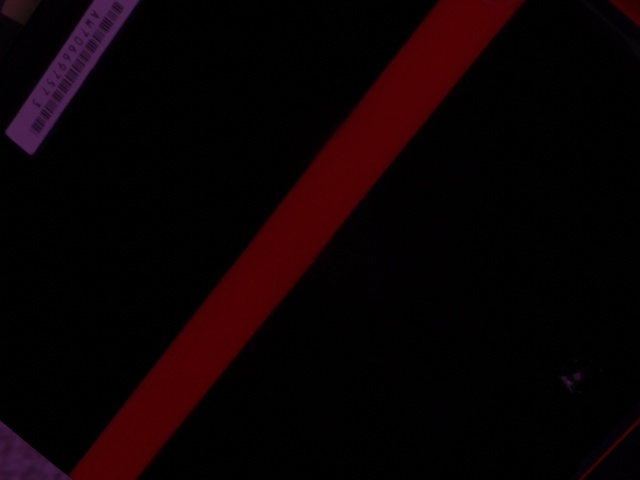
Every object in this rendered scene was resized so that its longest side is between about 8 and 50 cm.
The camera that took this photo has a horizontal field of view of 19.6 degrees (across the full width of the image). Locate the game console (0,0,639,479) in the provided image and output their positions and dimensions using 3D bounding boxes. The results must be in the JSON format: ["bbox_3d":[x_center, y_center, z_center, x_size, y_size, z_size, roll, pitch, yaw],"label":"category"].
[{"bbox_3d":[0.000,0.000,0.870,0.342,0.060,0.386,40,117,2],"label":"game console"}]

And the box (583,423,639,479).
[{"bbox_3d":[0.252,0.119,1.006,0.297,0.472,0.480,28,108,-30],"label":"box"}]

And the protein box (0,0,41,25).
[{"bbox_3d":[-0.011,-0.166,0.900,0.200,0.136,0.201,29,118,2],"label":"protein box"}]
